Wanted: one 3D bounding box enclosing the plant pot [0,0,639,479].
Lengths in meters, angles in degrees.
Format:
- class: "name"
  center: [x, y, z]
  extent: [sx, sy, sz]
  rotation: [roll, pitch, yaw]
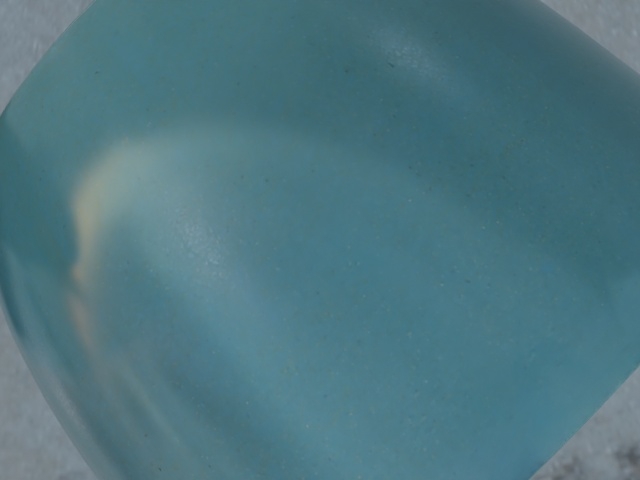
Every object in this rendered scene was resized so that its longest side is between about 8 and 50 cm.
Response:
- class: "plant pot"
  center: [0.000, 0.000, 0.639]
  extent: [0.235, 0.293, 0.293]
  rotation: [45, 118, 5]
